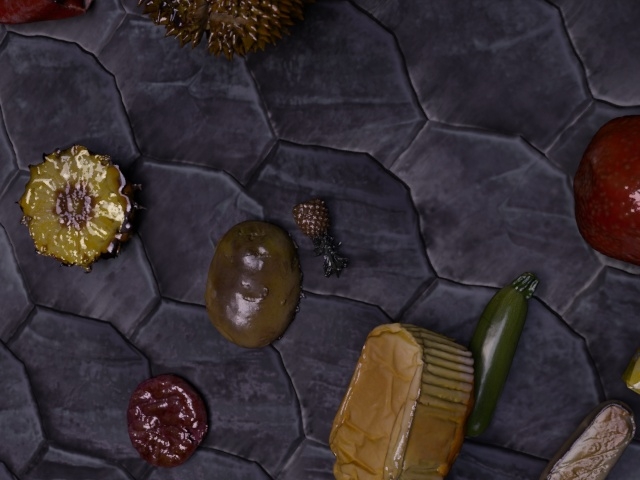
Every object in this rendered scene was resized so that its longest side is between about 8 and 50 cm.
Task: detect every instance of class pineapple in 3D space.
[{"bbox_3d":[-0.387,-0.054,1.238,0.224,0.076,0.225,1,94,14],"label":"pineapple"},{"bbox_3d":[0.000,0.000,1.141,0.058,0.058,0.124,-22,86,15],"label":"pineapple"}]

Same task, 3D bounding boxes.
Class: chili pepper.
[{"bbox_3d":[-0.502,-0.423,1.257,0.252,0.136,0.144,-8,134,26],"label":"chili pepper"}]

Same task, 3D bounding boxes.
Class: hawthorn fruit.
[{"bbox_3d":[0.439,-0.053,0.921,0.253,0.205,0.205,21,98,46],"label":"hawthorn fruit"}]

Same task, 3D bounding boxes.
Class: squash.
[{"bbox_3d":[0.241,0.160,1.072,0.066,0.066,0.252,18,95,15],"label":"squash"}]

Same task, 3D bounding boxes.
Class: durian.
[{"bbox_3d":[-0.139,-0.444,1.042,0.347,0.347,0.385,-10,98,16],"label":"durian"}]

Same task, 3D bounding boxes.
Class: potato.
[{"bbox_3d":[-0.108,0.069,1.162,0.164,0.081,0.200,9,96,14],"label":"potato"}]

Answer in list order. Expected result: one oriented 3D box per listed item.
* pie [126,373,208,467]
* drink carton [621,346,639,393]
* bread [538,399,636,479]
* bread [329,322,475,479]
[{"bbox_3d":[-0.251,0.293,1.229,0.154,0.036,0.155,1,93,16],"label":"pie"},{"bbox_3d":[0.485,0.124,0.999,0.084,0.074,0.200,31,101,13],"label":"drink carton"},{"bbox_3d":[0.359,0.311,1.049,0.073,0.053,0.214,33,97,8],"label":"bread"},{"bbox_3d":[0.116,0.242,1.049,0.133,0.179,0.250,17,88,-27],"label":"bread"}]
